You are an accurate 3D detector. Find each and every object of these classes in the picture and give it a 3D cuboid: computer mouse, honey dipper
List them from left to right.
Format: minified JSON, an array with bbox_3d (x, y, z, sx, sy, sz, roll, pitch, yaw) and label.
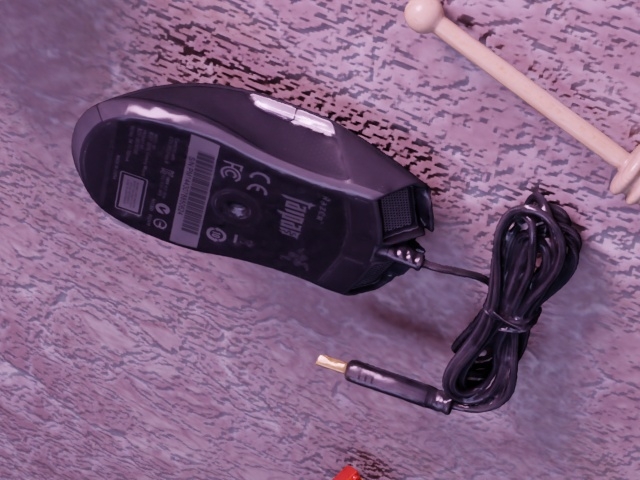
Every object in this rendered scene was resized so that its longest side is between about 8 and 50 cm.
[{"bbox_3d":[0.000,0.000,1.015,0.262,0.060,0.184,15,140,6],"label":"computer mouse"},{"bbox_3d":[0.104,-0.059,0.876,0.160,0.030,0.030,35,147,0],"label":"honey dipper"}]

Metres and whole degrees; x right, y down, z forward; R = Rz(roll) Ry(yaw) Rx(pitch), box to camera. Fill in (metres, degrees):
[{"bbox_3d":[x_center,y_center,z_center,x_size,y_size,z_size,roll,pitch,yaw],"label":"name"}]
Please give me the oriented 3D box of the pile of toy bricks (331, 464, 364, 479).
[{"bbox_3d":[0.048,0.252,1.223,0.105,0.118,0.212,27,153,46],"label":"pile of toy bricks"}]
